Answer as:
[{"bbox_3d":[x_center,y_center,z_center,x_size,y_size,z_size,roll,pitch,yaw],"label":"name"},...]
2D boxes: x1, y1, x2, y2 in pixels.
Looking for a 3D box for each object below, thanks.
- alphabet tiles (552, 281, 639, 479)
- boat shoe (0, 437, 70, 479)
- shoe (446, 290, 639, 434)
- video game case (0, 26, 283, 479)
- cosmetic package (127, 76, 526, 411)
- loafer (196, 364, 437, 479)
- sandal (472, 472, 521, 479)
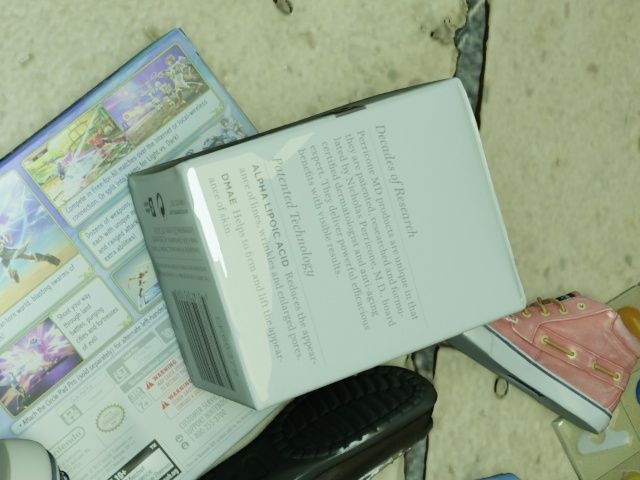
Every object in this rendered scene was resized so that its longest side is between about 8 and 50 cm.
[{"bbox_3d":[0.356,0.132,1.196,0.343,0.011,0.285,-30,100,-16],"label":"alphabet tiles"},{"bbox_3d":[-0.166,0.290,0.955,0.158,0.127,0.340,8,104,-24],"label":"boat shoe"},{"bbox_3d":[0.156,0.064,1.096,0.178,0.063,0.081,34,81,-15],"label":"shoe"},{"bbox_3d":[-0.129,0.035,1.001,0.269,0.061,0.244,-40,104,-15],"label":"video game case"},{"bbox_3d":[0.000,0.000,0.934,0.184,0.151,0.151,-19,97,-19],"label":"cosmetic package"},{"bbox_3d":[-0.010,0.167,1.045,0.220,0.080,0.078,-32,124,-6],"label":"loafer"},{"bbox_3d":[0.105,0.291,1.063,0.138,0.126,0.317,40,71,-9],"label":"sandal"}]
